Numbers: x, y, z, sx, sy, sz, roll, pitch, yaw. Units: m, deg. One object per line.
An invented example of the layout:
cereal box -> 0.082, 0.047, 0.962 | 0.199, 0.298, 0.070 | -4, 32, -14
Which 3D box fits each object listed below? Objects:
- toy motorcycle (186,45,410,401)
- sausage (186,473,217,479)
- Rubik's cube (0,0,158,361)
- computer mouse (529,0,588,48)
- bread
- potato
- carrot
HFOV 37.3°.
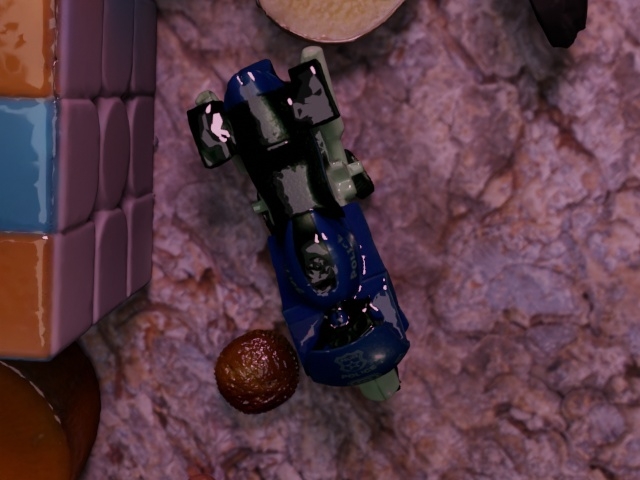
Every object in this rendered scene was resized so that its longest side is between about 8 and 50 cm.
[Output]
toy motorcycle -> 0.000, 0.000, 0.834 | 0.125, 0.196, 0.331 | -21, 98, 8
sausage -> -0.046, 0.350, 0.947 | 0.289, 0.086, 0.086 | 44, 99, -4
Rubik's cube -> -0.311, -0.080, 0.800 | 0.291, 0.290, 0.291 | 3, 98, 3
computer mouse -> 0.179, -0.298, 0.804 | 0.086, 0.137, 0.270 | -24, 95, 17
bread -> -0.061, 0.130, 0.930 | 0.085, 0.053, 0.085 | 1, 99, 5
potato -> 0.015, -0.277, 0.852 | 0.164, 0.081, 0.201 | 18, 103, -6
carrot -> -0.374, 0.190, 0.954 | 0.307, 0.100, 0.259 | -16, 99, 14
